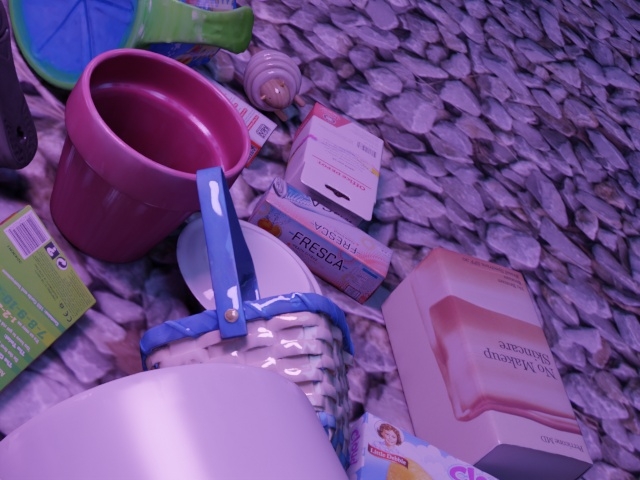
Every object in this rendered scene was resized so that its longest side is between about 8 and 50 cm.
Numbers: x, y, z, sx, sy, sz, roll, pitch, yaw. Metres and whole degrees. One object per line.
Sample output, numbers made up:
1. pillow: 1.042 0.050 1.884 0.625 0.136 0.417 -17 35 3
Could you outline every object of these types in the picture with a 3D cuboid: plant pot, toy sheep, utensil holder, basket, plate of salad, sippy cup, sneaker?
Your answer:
1. plant pot: -0.204 -0.080 1.381 0.201 0.180 0.201 24 38 -20
2. toy sheep: -0.067 -0.223 1.759 0.091 0.091 0.132 19 25 -26
3. utensil holder: -0.080 0.329 0.907 0.327 0.327 0.385 6 43 -38
4. basket: -0.071 0.101 1.221 0.201 0.255 0.289 -9 62 4
5. plate of salad: -0.083 0.052 1.458 0.200 0.048 0.200 27 34 -20
6. sippy cup: -0.231 -0.303 1.576 0.224 0.240 0.305 -9 61 -54
7. sneaker: -0.390 -0.183 1.334 0.130 0.227 0.087 0 26 20

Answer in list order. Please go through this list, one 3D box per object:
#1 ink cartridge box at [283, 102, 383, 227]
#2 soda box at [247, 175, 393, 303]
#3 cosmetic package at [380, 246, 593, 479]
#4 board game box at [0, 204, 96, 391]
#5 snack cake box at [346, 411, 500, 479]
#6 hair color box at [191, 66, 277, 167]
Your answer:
1. ink cartridge box: 0.016 -0.088 1.691 0.115 0.067 0.198 29 34 -13
2. soda box: 0.000 0.000 1.584 0.183 0.058 0.063 33 35 -9
3. cosmetic package: 0.193 0.168 1.505 0.153 0.129 0.296 16 41 -31
4. board game box: -0.321 0.074 1.193 0.124 0.039 0.259 58 30 -12
5. snack cake box: 0.130 0.311 1.321 0.264 0.089 0.152 29 36 -15
6. hair color box: -0.134 -0.165 1.663 0.141 0.043 0.072 35 35 -3
